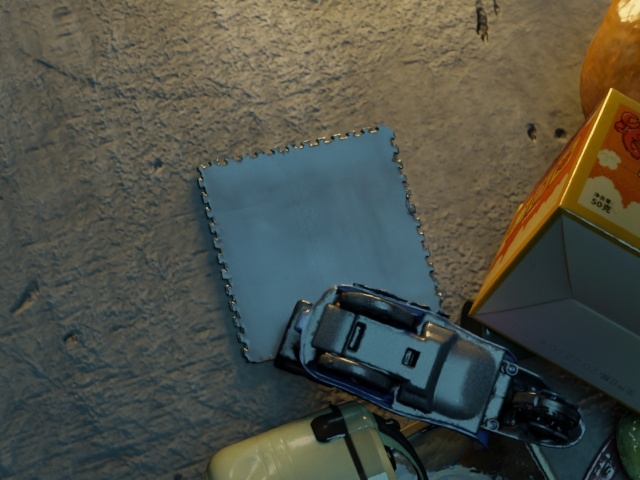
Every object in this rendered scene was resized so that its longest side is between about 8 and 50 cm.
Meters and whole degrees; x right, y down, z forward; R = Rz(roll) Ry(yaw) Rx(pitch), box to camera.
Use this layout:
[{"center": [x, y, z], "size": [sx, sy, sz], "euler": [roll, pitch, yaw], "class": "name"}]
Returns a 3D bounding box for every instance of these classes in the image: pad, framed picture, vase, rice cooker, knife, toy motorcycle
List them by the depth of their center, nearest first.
[{"center": [0.004, 0.302, 1.389], "size": [0.244, 0.226, 0.226], "euler": [-21, 79, -8], "class": "rice cooker"}, {"center": [0.127, 0.156, 1.451], "size": [0.359, 0.212, 0.125], "euler": [22, 77, 3], "class": "toy motorcycle"}, {"center": [0.159, 0.298, 1.526], "size": [0.250, 0.016, 0.184], "euler": [-25, 80, -14], "class": "framed picture"}, {"center": [0.287, 0.106, 1.568], "size": [0.214, 0.086, 0.086], "euler": [-3, 75, -14], "class": "vase"}, {"center": [0.380, 0.246, 1.573], "size": [0.035, 0.018, 0.247], "euler": [41, 74, 1], "class": "knife"}, {"center": [0.000, 0.000, 1.586], "size": [0.269, 0.012, 0.269], "euler": [-11, 76, -11], "class": "pad"}]

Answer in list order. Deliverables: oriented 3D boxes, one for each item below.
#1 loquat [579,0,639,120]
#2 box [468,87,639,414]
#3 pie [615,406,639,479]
[{"center": [0.483, -0.189, 1.555], "size": [0.329, 0.328, 0.328], "euler": [2, 74, -8], "class": "loquat"}, {"center": [0.369, 0.025, 1.442], "size": [0.284, 0.259, 0.213], "euler": [29, 54, 0], "class": "box"}, {"center": [0.451, 0.247, 1.561], "size": [0.187, 0.041, 0.186], "euler": [1, 83, -11], "class": "pie"}]
